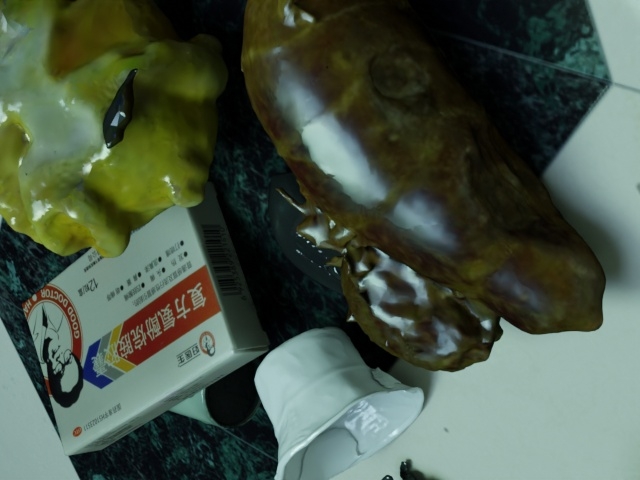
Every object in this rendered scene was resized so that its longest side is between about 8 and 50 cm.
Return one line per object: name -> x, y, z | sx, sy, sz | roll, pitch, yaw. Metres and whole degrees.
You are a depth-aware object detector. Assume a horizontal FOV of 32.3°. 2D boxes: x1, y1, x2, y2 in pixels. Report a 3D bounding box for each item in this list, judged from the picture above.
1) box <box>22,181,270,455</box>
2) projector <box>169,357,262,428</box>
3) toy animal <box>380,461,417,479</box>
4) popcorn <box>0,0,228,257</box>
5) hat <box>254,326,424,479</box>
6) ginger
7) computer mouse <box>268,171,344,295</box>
box -> -0.225, 0.102, 1.342 | 0.353, 0.069, 0.214 | -34, 69, 39
projector -> -0.225, 0.162, 1.457 | 0.337, 0.108, 0.108 | 8, 122, 42
toy animal -> 0.135, 0.374, 1.274 | 0.233, 0.084, 0.148 | 51, 138, 10
popcorn -> -0.231, -0.138, 1.177 | 0.297, 0.281, 0.316 | -24, 68, 14
hat -> 0.003, 0.175, 1.216 | 0.126, 0.203, 0.203 | 55, 143, 26
ginger -> 0.052, -0.057, 0.993 | 0.254, 0.176, 0.418 | -32, 98, 44
computer mouse -> 0.000, 0.000, 1.168 | 0.172, 0.057, 0.099 | 49, 138, 2
